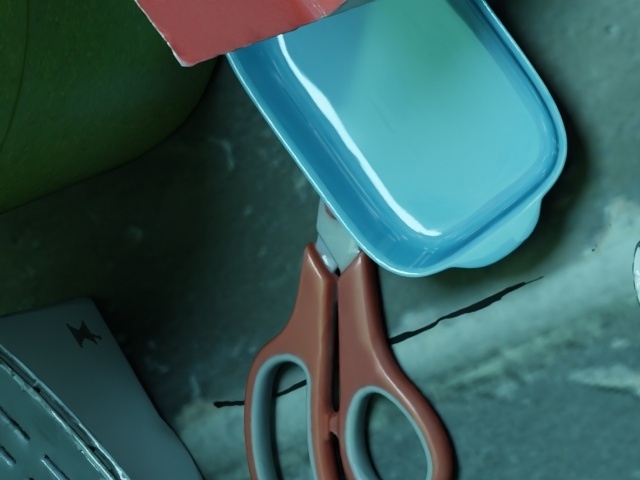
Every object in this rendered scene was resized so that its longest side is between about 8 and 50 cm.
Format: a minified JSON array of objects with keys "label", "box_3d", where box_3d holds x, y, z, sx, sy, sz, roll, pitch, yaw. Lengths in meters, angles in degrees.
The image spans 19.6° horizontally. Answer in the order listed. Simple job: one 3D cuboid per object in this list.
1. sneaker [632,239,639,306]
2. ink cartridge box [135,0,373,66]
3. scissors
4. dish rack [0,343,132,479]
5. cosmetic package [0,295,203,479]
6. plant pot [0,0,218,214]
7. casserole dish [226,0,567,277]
[{"label":"sneaker","box_3d":[0.161,0.035,0.800,0.035,0.031,0.083,-23,89,16]},{"label":"ink cartridge box","box_3d":[-0.018,-0.177,0.756,0.181,0.225,0.056,52,132,13]},{"label":"scissors","box_3d":[0.000,0.000,0.887,0.109,0.021,0.297,-5,95,29]},{"label":"dish rack","box_3d":[-0.185,0.176,0.810,0.208,0.074,0.271,42,114,19]},{"label":"cosmetic package","box_3d":[-0.232,0.221,0.973,0.385,0.156,0.217,-40,75,29]},{"label":"plant pot","box_3d":[-0.182,-0.110,0.841,0.276,0.254,0.276,5,100,29]},{"label":"casserole dish","box_3d":[0.035,-0.072,0.839,0.114,0.037,0.188,-38,82,18]}]
